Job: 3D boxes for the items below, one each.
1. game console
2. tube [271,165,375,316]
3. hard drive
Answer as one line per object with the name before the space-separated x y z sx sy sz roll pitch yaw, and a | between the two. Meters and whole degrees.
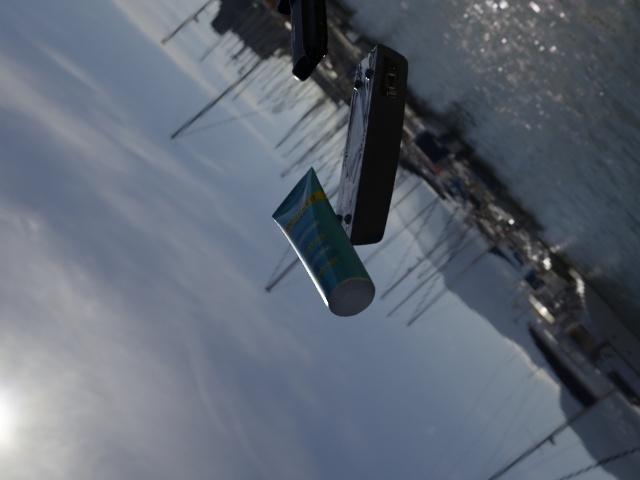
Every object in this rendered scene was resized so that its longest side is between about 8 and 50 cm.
game console | -0.028 -0.427 1.422 0.044 0.213 0.361 7 -120 -17
tube | 0.000 0.000 0.916 0.052 0.080 0.207 33 -163 -37
hard drive | 0.064 -0.118 1.096 0.054 0.254 0.172 8 180 -8
